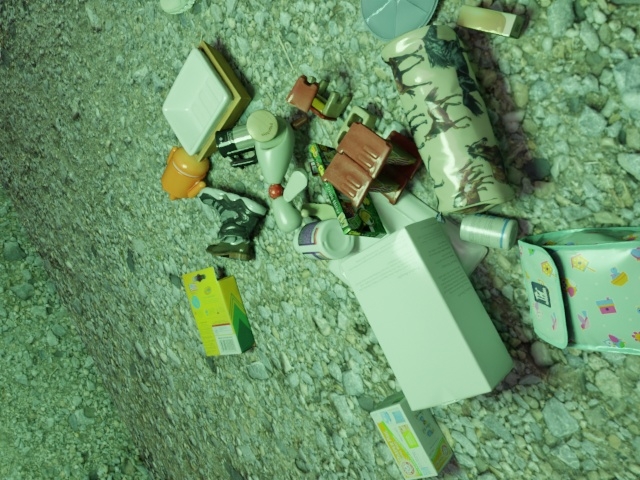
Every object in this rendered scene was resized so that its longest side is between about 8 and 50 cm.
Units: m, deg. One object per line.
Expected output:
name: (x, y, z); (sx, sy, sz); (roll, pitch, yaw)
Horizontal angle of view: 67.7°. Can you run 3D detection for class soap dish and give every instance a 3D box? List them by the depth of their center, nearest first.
soap dish: (-0.353, -0.423, 1.480); (0.291, 0.118, 0.228); (-43, 74, 38)

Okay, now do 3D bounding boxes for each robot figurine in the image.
robot figurine: (-0.456, -0.229, 1.617); (0.219, 0.128, 0.158); (-49, 36, 37)

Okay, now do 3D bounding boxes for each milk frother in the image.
milk frother: (-0.225, -0.285, 1.444); (0.135, 0.143, 0.129); (-12, 99, 11)

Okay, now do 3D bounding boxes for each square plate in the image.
square plate: (0.192, 0.052, 1.233); (0.347, 0.049, 0.344); (40, 124, 23)

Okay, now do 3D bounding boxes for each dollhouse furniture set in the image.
dollhouse furniture set: (0.043, -0.247, 1.138); (0.374, 0.201, 0.152); (43, 116, 25)

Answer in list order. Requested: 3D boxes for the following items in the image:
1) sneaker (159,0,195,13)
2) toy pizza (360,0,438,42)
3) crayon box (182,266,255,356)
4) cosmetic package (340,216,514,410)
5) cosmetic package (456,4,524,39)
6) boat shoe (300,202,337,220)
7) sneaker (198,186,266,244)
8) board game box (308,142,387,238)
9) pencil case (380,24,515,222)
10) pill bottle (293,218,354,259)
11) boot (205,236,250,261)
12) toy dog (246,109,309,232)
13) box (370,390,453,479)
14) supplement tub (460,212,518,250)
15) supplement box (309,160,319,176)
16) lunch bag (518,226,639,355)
sneaker: (-0.412, -0.782, 1.428); (0.292, 0.118, 0.110); (-16, 94, 42)
toy pizza: (0.179, -0.553, 1.078); (0.201, 0.032, 0.201); (11, 108, 36)
crayon box: (-0.368, 0.249, 1.713); (0.202, 0.081, 0.318); (-14, 95, 40)
cosmetic package: (0.237, 0.166, 1.089); (0.217, 0.156, 0.384); (-31, 82, 40)
cosmetic package: (0.342, -0.441, 0.963); (0.115, 0.060, 0.041); (29, 120, 31)
boat shoe: (0.007, -0.078, 1.348); (0.133, 0.042, 0.048); (15, 91, 35)
sneaker: (-0.308, -0.075, 1.524); (0.269, 0.101, 0.153); (17, 83, 31)
board game box: (0.066, -0.124, 1.177); (0.030, 0.136, 0.259); (-39, 60, 34)
pencil case: (0.262, -0.250, 1.015); (0.183, 0.160, 0.410); (-20, 90, 66)
pill bottle: (0.000, 0.000, 1.304); (0.193, 0.108, 0.108); (-5, 100, 63)
boot: (-0.306, 0.008, 1.616); (0.219, 0.082, 0.106); (8, 86, 41)
toy dog: (-0.083, -0.207, 1.298); (0.161, 0.220, 0.333); (-15, 118, 1)
box: (0.246, 0.522, 1.289); (0.114, 0.103, 0.203); (-36, 80, 39)
supplement tub: (0.372, -0.022, 1.053); (0.107, 0.071, 0.070); (16, 112, 34)
supplement box: (0.019, -0.199, 1.273); (0.055, 0.083, 0.043); (-9, 96, 40)
lunch bag: (0.517, 0.091, 0.918); (0.262, 0.160, 0.223); (-5, 103, 51)
